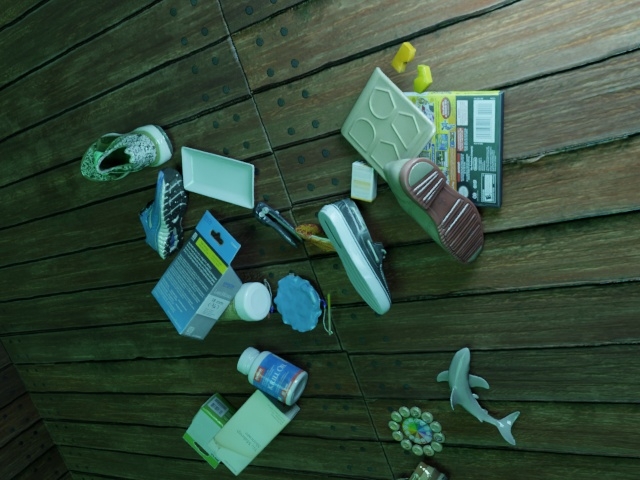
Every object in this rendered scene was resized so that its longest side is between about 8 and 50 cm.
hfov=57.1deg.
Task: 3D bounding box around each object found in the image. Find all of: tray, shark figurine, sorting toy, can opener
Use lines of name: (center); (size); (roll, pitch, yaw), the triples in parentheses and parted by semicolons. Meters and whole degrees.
tray: (-0.311, -0.197, 1.810); (0.270, 0.030, 0.145); (17, 120, 24)
shark figurine: (0.412, 0.450, 1.633); (0.166, 0.116, 0.278); (-35, 90, 39)
sorting toy: (0.183, -0.302, 1.411); (0.229, 0.041, 0.307); (52, 138, 17)
can opener: (-0.125, -0.049, 1.761); (0.186, 0.073, 0.059); (35, 87, 8)

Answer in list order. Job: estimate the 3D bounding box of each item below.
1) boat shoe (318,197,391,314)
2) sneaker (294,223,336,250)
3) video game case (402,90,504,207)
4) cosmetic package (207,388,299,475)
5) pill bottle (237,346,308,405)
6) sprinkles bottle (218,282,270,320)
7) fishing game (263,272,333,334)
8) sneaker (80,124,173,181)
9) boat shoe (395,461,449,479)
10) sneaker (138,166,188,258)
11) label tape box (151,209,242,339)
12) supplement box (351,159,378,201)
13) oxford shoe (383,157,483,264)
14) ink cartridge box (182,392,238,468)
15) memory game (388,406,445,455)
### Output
boat shoe: (0.123, 0.037, 1.598); (0.335, 0.119, 0.121); (62, 162, -6)
sneaker: (0.000, 0.000, 1.697); (0.175, 0.064, 0.067); (20, 132, 25)
video game case: (0.311, -0.220, 1.418); (0.248, 0.035, 0.274); (7, 117, 28)
cosmetic package: (-0.236, 0.653, 2.064); (0.160, 0.113, 0.309); (42, 106, 7)
pill bottle: (-0.164, 0.448, 1.972); (0.222, 0.124, 0.124); (24, 123, 19)
sprinkles bottle: (-0.331, 0.208, 1.948); (0.355, 0.121, 0.121); (-7, 108, 38)
fishing game: (-0.069, 0.193, 1.847); (0.264, 0.041, 0.189); (5, 108, 36)
sneaker: (-0.678, -0.268, 1.901); (0.410, 0.182, 0.158); (-12, 106, 35)
boat shoe: (0.281, 0.822, 1.897); (0.120, 0.122, 0.324); (41, 119, 15)
sneaker: (-0.533, -0.096, 1.932); (0.147, 0.130, 0.330); (27, 124, 15)
label tape box: (-0.366, 0.109, 1.863); (0.333, 0.106, 0.240); (-54, 48, 6)
supplement box: (0.117, -0.158, 1.563); (0.062, 0.036, 0.098); (16, 120, 25)
oxford shoe: (0.281, -0.076, 1.433); (0.348, 0.123, 0.130); (50, 166, -29)
ink cartridge box: (-0.406, 0.739, 2.278); (0.189, 0.097, 0.255); (41, 128, 8)
memory game: (0.298, 0.596, 1.833); (0.186, 0.012, 0.186); (13, 119, 25)
